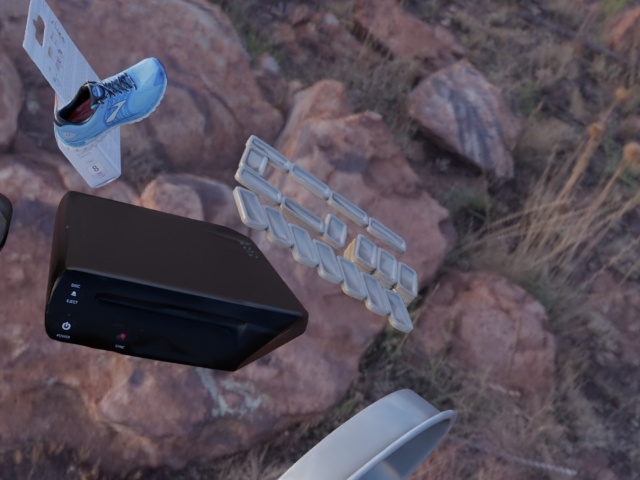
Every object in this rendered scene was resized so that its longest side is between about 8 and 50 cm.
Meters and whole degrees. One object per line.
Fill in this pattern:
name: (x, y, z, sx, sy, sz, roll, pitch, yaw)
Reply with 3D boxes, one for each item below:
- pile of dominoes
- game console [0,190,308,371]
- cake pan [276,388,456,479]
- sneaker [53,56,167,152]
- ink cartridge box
pile of dominoes: (0.000, 0.000, 1.070, 0.251, 0.040, 0.196, 34, 26, -11)
game console: (-0.195, -0.005, 0.527, 0.361, 0.044, 0.213, 13, 10, -17)
cake pan: (0.018, 0.260, 0.994, 0.293, 0.293, 0.054, -25, 64, -40)
sneaker: (-0.262, -0.175, 1.182, 0.162, 0.073, 0.063, -39, 70, -8)
ink cartridge box: (-0.362, -0.214, 1.336, 0.066, 0.232, 0.189, -27, 40, 11)
